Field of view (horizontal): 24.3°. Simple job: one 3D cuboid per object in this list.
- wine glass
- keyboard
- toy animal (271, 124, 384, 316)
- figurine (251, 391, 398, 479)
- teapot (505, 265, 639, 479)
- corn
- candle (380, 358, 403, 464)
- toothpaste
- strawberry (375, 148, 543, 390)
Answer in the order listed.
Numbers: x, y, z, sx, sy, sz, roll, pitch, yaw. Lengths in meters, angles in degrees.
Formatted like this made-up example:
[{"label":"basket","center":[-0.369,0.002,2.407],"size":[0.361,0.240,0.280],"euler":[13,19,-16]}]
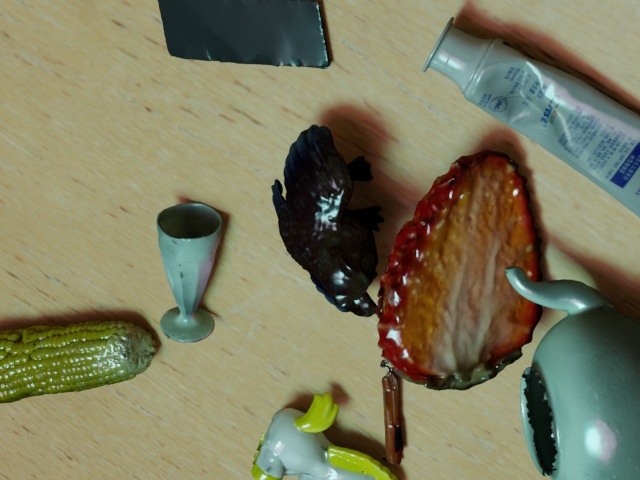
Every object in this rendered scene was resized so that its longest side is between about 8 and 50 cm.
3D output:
[{"label":"wine glass","center":[-0.146,0.037,1.672],"size":[0.073,0.073,0.155],"euler":[21,132,21]},{"label":"keyboard","center":[-0.079,-0.213,1.498],"size":[0.196,0.015,0.074],"euler":[8,119,30]},{"label":"toy animal","center":[0.002,0.004,1.477],"size":[0.116,0.179,0.219],"euler":[-4,120,8]},{"label":"figurine","center":[0.007,0.261,1.706],"size":[0.129,0.109,0.178],"euler":[-32,109,33]},{"label":"teapot","center":[0.258,0.163,1.394],"size":[0.193,0.129,0.295],"euler":[130,132,-81]},{"label":"corn","center":[-0.340,0.150,1.864],"size":[0.319,0.097,0.097],"euler":[-10,113,36]},{"label":"candle","center":[0.079,0.181,1.645],"size":[0.026,0.021,0.167],"euler":[39,142,47]},{"label":"toothpaste","center":[0.218,-0.111,1.345],"size":[0.266,0.061,0.096],"euler":[32,131,4]},{"label":"strawberry","center":[0.122,0.023,1.439],"size":[0.111,0.190,0.237],"euler":[22,107,53]}]
